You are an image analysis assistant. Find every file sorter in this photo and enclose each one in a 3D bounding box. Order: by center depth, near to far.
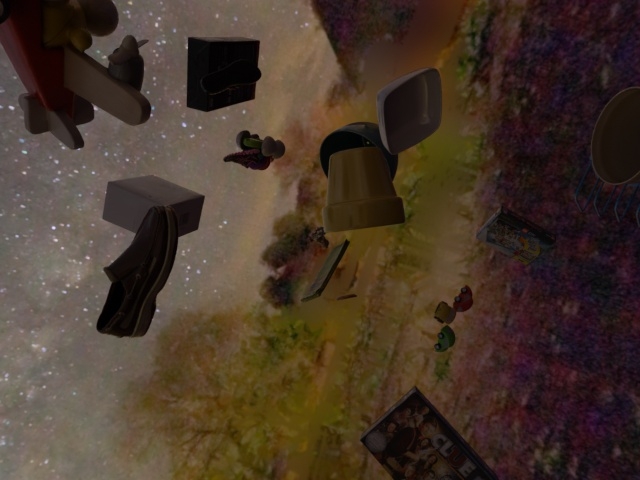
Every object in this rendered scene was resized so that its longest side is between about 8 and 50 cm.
[{"bbox_3d":[0.647,-0.098,0.928,0.118,0.170,0.105,26,-89,-48],"label":"file sorter"}]

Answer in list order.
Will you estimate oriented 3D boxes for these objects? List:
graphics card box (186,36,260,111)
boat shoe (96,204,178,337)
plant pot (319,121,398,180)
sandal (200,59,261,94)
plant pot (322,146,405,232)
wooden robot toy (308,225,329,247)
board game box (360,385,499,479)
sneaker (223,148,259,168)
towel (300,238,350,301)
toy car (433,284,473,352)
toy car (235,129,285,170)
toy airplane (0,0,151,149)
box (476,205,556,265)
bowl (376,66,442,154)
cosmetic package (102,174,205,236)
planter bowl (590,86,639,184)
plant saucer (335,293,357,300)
[{"bbox_3d":[-0.350,-0.619,1.622,0.371,0.094,0.233,-53,-22,-59],"label":"graphics card box"},{"bbox_3d":[-0.328,0.057,0.776,0.095,0.095,0.258,10,-78,-46],"label":"boat shoe"},{"bbox_3d":[0.168,-0.316,1.613,0.195,0.290,0.290,-49,-15,-35],"label":"plant pot"},{"bbox_3d":[-0.241,-0.433,1.180,0.179,0.067,0.040,-30,6,-28],"label":"sandal"},{"bbox_3d":[0.123,-0.154,1.366,0.254,0.253,0.239,-40,-56,-87],"label":"plant pot"},{"bbox_3d":[0.000,0.000,1.839,0.076,0.079,0.173,-30,14,3],"label":"wooden robot toy"},{"bbox_3d":[0.226,0.457,0.930,0.165,0.243,0.042,-45,-10,6],"label":"board game box"},{"bbox_3d":[-0.247,-0.253,1.393,0.047,0.119,0.057,-82,-17,-75],"label":"sneaker"},{"bbox_3d":[0.016,0.095,1.411,0.102,0.021,0.237,-29,23,50],"label":"towel"},{"bbox_3d":[0.435,0.280,1.465,0.239,0.053,0.225,-16,-59,-47],"label":"toy car"},{"bbox_3d":[-0.235,-0.336,1.686,0.182,0.159,0.137,-8,-65,-71],"label":"toy car"},{"bbox_3d":[-0.508,-0.381,0.866,0.384,0.386,0.272,2,42,50],"label":"toy airplane"},{"bbox_3d":[0.739,-0.015,1.677,0.044,0.233,0.159,-62,1,-44],"label":"box"},{"bbox_3d":[0.166,-0.255,0.854,0.142,0.053,0.142,-31,-44,-14],"label":"bowl"},{"bbox_3d":[-0.549,-0.112,1.469,0.224,0.224,0.138,-40,-31,-68],"label":"cosmetic package"},{"bbox_3d":[0.565,-0.174,0.752,0.162,0.109,0.162,-177,90,-87],"label":"planter bowl"},{"bbox_3d":[0.097,0.214,1.670,0.083,0.083,0.014,98,163,-81],"label":"plant saucer"}]
